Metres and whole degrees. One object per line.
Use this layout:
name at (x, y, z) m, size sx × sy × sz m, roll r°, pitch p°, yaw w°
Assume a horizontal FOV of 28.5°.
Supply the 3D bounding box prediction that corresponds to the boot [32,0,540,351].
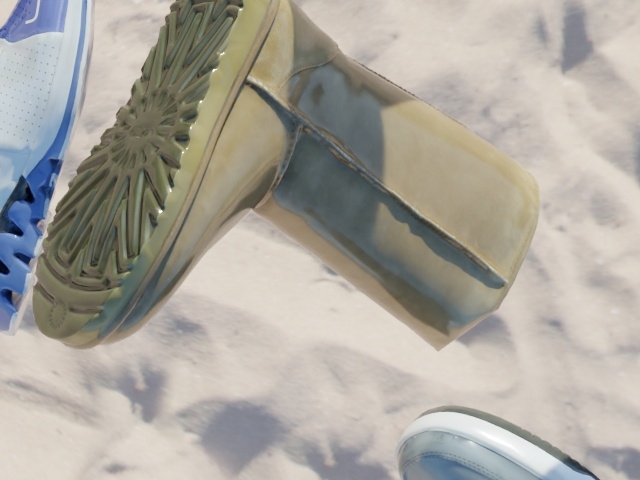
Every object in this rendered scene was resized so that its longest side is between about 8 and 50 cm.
boot at (0.000, 0.000, 0.714) m, size 0.269 × 0.089 × 0.236 m, roll 35°, pitch 79°, yaw -39°

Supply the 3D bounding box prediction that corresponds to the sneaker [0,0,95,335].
sneaker at (-0.303, -0.086, 1.057) m, size 0.182 × 0.127 × 0.316 m, roll 15°, pitch 98°, yaw -11°

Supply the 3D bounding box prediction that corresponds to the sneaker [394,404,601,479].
sneaker at (0.124, 0.245, 0.708) m, size 0.295 × 0.124 × 0.178 m, roll 45°, pitch 41°, yaw 5°
